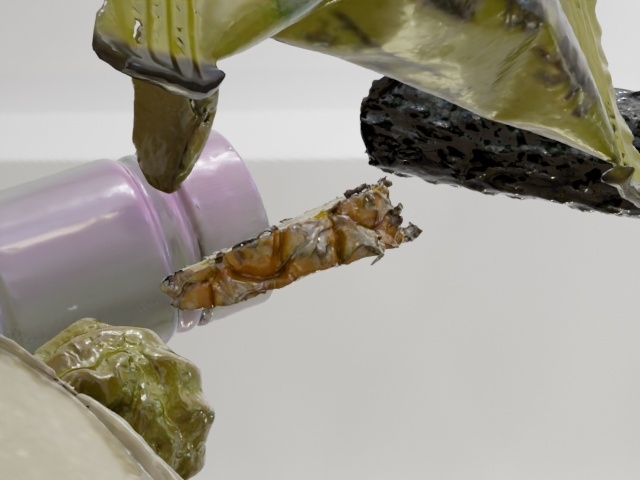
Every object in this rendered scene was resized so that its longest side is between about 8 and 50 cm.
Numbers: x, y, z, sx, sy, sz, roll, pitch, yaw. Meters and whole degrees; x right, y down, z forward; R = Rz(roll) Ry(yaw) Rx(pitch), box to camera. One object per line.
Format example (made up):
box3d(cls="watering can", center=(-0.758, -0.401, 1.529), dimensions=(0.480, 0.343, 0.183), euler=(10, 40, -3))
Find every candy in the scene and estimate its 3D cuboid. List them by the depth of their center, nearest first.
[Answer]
box3d(cls="candy", center=(0.029, -0.111, 0.450), dimensions=(0.081, 0.187, 0.297), euler=(-21, -22, 35))

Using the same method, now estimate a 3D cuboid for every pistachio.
box3d(cls="pistachio", center=(-0.127, -0.130, 1.164), dimensions=(0.089, 0.049, 0.173), euler=(15, -68, 34))

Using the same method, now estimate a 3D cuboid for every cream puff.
box3d(cls="cream puff", center=(-0.153, 0.128, 0.841), dimensions=(0.146, 0.116, 0.146), euler=(7, -70, 19))

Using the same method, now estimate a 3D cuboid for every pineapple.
box3d(cls="pineapple", center=(0.000, 0.000, 0.325), dimensions=(0.045, 0.083, 0.019), euler=(-21, -89, 29))

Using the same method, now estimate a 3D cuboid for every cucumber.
box3d(cls="cucumber", center=(0.173, -0.045, 0.688), dimensions=(0.303, 0.081, 0.072), euler=(12, -88, 20))

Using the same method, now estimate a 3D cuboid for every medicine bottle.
box3d(cls="medicine bottle", center=(-0.234, 0.024, 1.326), dimensions=(0.325, 0.212, 0.212), euler=(-21, -48, -23))

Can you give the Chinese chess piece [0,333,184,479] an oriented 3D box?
box3d(cls="Chinese chess piece", center=(-0.198, 0.144, 0.519), dimensions=(0.338, 0.338, 0.140), euler=(28, -74, -14))
